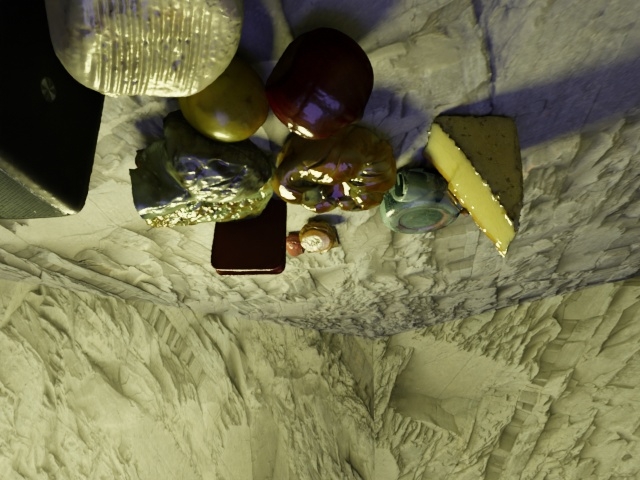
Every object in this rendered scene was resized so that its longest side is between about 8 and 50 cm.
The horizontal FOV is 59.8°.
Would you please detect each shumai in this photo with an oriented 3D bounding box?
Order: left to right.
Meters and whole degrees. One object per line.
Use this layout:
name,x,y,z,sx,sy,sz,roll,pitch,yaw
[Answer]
shumai,-0.315,-0.158,1.450,0.330,0.292,0.288,13,114,-42

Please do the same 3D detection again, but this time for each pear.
pear,-0.216,-0.316,1.267,0.200,0.199,0.200,1,159,0

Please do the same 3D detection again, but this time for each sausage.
sausage,-0.105,0.019,2.279,0.076,0.076,0.141,-2,159,8

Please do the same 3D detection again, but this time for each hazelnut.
hazelnut,0.006,-0.331,1.182,0.230,0.229,0.229,1,159,0

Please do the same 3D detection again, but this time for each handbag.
handbag,-0.241,-0.015,1.920,0.260,0.275,0.084,-3,157,7

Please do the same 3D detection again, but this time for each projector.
projector,-0.637,-0.283,1.089,0.242,0.394,0.405,-4,158,9

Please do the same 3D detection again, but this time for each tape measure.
tape measure,0.319,-0.131,1.772,0.256,0.147,0.275,6,154,-18

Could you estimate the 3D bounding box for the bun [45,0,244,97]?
bun,-0.313,-0.415,0.997,0.361,0.213,0.361,-14,158,-6

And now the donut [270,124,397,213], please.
donut,0.038,-0.192,1.600,0.361,0.169,0.360,0,157,0

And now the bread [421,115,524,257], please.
bread,0.403,-0.154,1.507,0.279,0.315,0.248,11,157,4

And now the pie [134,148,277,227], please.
pie,-0.343,-0.147,1.731,0.419,0.180,0.395,-2,158,-12

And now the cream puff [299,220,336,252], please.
cream puff,-0.011,-0.019,2.123,0.144,0.103,0.126,-8,118,15

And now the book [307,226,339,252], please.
book,0.000,0.000,2.267,0.139,0.016,0.198,-12,157,3
